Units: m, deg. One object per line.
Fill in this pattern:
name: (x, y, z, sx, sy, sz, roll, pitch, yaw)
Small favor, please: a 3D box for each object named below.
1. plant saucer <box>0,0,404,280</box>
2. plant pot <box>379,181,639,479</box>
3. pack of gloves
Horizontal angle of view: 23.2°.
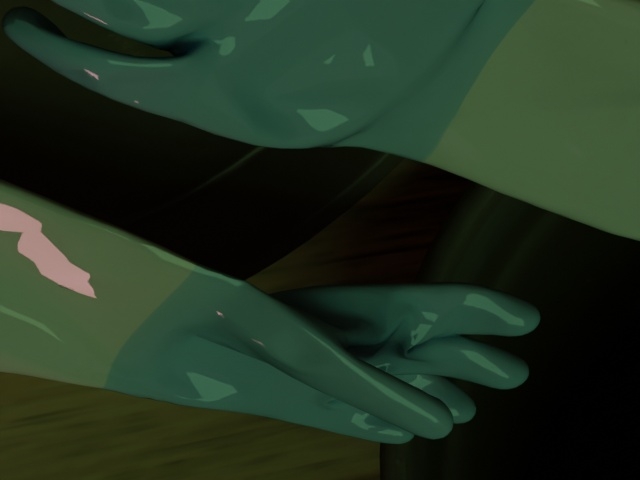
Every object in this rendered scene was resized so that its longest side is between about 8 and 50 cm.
plant saucer: (-0.059, -0.071, 0.436, 0.278, 0.041, 0.278, -22, 144, -17)
plant pot: (0.207, 0.106, 0.634, 0.323, 0.323, 0.280, -32, 158, 2)
pack of gloves: (0.000, 0.000, 0.434, 0.232, 0.046, 0.195, 13, 132, -30)
